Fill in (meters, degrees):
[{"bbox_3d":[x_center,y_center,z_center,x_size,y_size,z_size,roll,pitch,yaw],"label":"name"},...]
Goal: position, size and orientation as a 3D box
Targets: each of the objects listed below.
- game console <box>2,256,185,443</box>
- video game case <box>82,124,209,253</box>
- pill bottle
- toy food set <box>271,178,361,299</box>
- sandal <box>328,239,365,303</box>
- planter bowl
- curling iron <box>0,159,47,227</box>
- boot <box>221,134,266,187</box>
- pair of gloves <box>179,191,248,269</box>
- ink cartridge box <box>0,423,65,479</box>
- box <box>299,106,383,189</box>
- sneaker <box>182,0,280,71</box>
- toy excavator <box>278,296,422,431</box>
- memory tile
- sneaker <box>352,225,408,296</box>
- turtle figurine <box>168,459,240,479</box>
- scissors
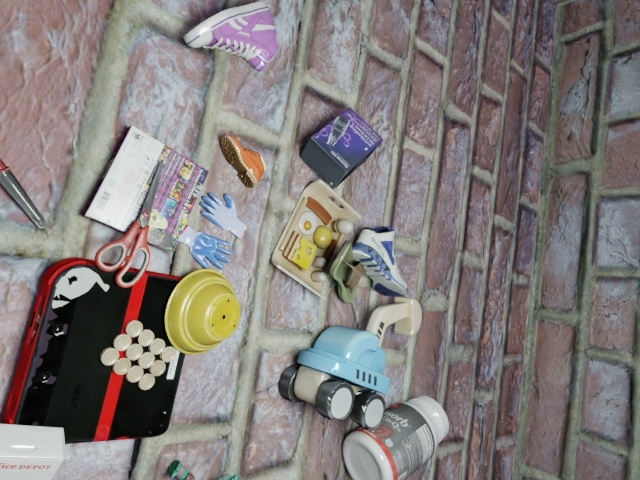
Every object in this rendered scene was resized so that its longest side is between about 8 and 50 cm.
[{"bbox_3d":[-0.464,0.250,0.955,0.342,0.060,0.386,19,79,-45],"label":"game console"},{"bbox_3d":[-0.399,-0.114,1.004,0.210,0.042,0.232,30,71,-37],"label":"video game case"},{"bbox_3d":[0.270,0.690,1.478,0.363,0.210,0.210,-13,99,-40],"label":"pill bottle"},{"bbox_3d":[0.000,0.000,1.314,0.220,0.092,0.306,38,66,-35],"label":"toy food set"},{"bbox_3d":[0.099,0.103,1.328,0.120,0.086,0.302,-60,153,-24],"label":"sandal"},{"bbox_3d":[-0.265,0.183,1.058,0.217,0.090,0.217,-9,102,-54],"label":"planter bowl"},{"bbox_3d":[-0.611,-0.148,0.827,0.068,0.035,0.274,-34,111,-35],"label":"curling iron"},{"bbox_3d":[-0.206,-0.229,1.163,0.084,0.059,0.158,-52,130,-31],"label":"boot"},{"bbox_3d":[-0.275,-0.027,1.126,0.159,0.023,0.198,42,65,-33],"label":"pair of gloves"},{"bbox_3d":[-0.583,0.439,0.783,0.140,0.082,0.190,27,99,-38],"label":"ink cartridge box"},{"bbox_3d":[0.066,-0.285,1.321,0.153,0.108,0.207,44,58,0],"label":"box"},{"bbox_3d":[-0.212,-0.517,1.123,0.282,0.102,0.161,-38,117,-34],"label":"sneaker"},{"bbox_3d":[0.141,0.342,1.355,0.433,0.222,0.445,32,70,-37],"label":"toy excavator"},{"bbox_3d":[-0.407,0.260,0.964,0.113,0.012,0.148,-56,129,-28],"label":"memory tile"},{"bbox_3d":[0.221,0.056,1.475,0.315,0.128,0.182,46,55,-38],"label":"sneaker"},{"bbox_3d":[-0.295,0.653,1.058,0.234,0.118,0.175,40,50,-17],"label":"turtle figurine"},{"bbox_3d":[-0.395,-0.038,0.969,0.109,0.021,0.297,41,59,-35],"label":"scissors"}]
